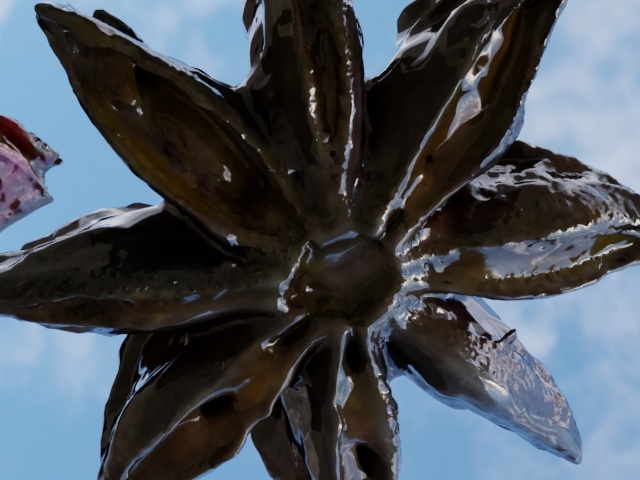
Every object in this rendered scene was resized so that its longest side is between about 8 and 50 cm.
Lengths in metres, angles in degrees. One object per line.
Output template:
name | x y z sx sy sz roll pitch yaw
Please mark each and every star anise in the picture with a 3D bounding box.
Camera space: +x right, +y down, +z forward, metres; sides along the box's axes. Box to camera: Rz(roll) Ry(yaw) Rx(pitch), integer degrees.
star anise | -0.002 0.001 0.766 0.332 0.331 0.117 -40 -163 4

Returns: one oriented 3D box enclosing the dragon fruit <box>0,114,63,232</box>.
dragon fruit | -0.297 -0.030 1.053 0.262 0.189 0.163 -30 -106 -8
